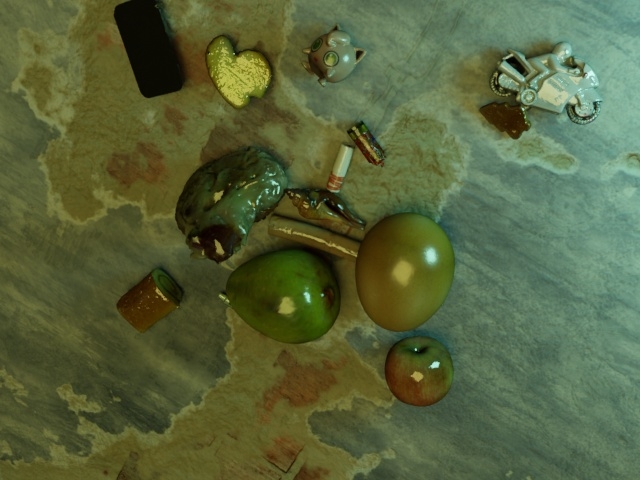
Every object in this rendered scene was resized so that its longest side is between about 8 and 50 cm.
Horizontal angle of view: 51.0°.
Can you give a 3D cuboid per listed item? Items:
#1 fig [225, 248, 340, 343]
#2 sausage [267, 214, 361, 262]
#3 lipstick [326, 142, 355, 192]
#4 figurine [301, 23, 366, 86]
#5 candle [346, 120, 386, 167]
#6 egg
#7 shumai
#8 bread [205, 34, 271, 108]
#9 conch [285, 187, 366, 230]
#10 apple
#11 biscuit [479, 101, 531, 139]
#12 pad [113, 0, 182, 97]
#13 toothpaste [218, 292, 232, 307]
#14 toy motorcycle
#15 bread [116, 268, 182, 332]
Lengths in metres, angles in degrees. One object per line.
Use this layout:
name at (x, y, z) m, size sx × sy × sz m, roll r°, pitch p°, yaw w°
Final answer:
fig at (-0.113, 0.150, 1.828) m, size 0.326 × 0.258 × 0.258 m, roll 5°, pitch 112°, yaw 26°
sausage at (0.000, -0.001, 1.841) m, size 0.301 × 0.066 × 0.066 m, roll 17°, pitch 113°, yaw 5°
lipstick at (0.052, -0.191, 1.768) m, size 0.038 × 0.038 × 0.131 m, roll 22°, pitch 114°, yaw 5°
figurine at (0.029, -0.447, 1.633) m, size 0.138 × 0.125 × 0.125 m, roll -43°, pitch 96°, yaw 13°
candle at (0.124, -0.242, 1.725) m, size 0.052 × 0.052 × 0.131 m, roll -32°, pitch 99°, yaw 22°
egg at (0.213, 0.084, 1.718) m, size 0.250 × 0.250 × 0.322 m, roll 10°, pitch 115°, yaw 10°
shumai at (-0.264, -0.087, 1.752) m, size 0.346 × 0.283 × 0.217 m, roll -20°, pitch 106°, yaw 22°
bread at (-0.210, -0.443, 1.729) m, size 0.149 × 0.065 × 0.188 m, roll -30°, pitch 98°, yaw 11°
conch at (0.014, -0.093, 1.799) m, size 0.232 × 0.080 × 0.086 m, roll 7°, pitch 138°, yaw -12°
apple at (0.271, 0.361, 1.845) m, size 0.188 × 0.188 × 0.174 m, roll -4°, pitch 114°, yaw 15°
biscuit at (0.445, -0.298, 1.616) m, size 0.130 × 0.019 × 0.119 m, roll 27°, pitch 157°, yaw 20°
pad at (-0.376, -0.519, 1.739) m, size 0.323 × 0.055 × 0.250 m, roll -10°, pitch 108°, yaw 17°
toothpaste at (-0.212, 0.211, 1.989) m, size 0.204 × 0.031 × 0.049 m, roll 31°, pitch 114°, yaw -2°
toy motorcycle at (0.534, -0.377, 1.555) m, size 0.260 × 0.110 × 0.171 m, roll 23°, pitch 98°, yaw 12°
bread at (-0.510, 0.180, 2.009) m, size 0.172 × 0.103 × 0.132 m, roll -37°, pitch 102°, yaw 22°
